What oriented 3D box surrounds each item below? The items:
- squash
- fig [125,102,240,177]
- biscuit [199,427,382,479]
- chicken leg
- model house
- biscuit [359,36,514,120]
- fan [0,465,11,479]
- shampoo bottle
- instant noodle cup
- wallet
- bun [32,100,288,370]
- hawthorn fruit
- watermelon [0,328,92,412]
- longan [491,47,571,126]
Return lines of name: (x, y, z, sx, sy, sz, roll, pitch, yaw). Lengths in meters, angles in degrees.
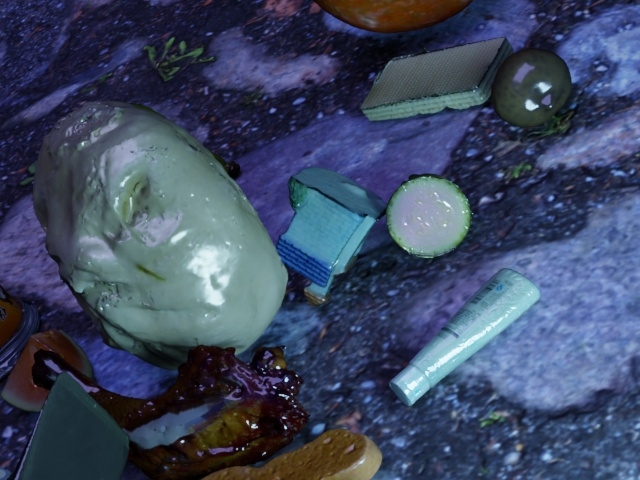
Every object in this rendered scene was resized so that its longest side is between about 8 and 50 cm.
squash: (0.133, -0.047, 2.055, 0.105, 0.105, 0.132, -25, 15, 12)
fig: (-0.240, -0.095, 2.410, 0.235, 0.203, 0.203, 2, 23, -21)
biscuit: (-0.085, 0.311, 1.754, 0.334, 0.047, 0.202, -23, 31, 17)
chicken leg: (-0.184, 0.192, 1.907, 0.407, 0.158, 0.096, 1, 0, 37)
model house: (0.000, 0.000, 2.054, 0.148, 0.119, 0.148, -65, -6, 13)
biscuit: (0.159, -0.220, 2.310, 0.199, 0.040, 0.121, -6, 42, 39)
fan: (-0.485, 0.311, 2.149, 0.240, 0.009, 0.131, -2, 42, 40)
shampoo bottle: (0.155, 0.106, 1.842, 0.191, 0.041, 0.069, -41, 37, -15)
instant noodle cup: (-0.498, 0.106, 2.342, 0.177, 0.125, 0.208, -46, 34, -24)
wallet: (-0.275, 0.276, 1.762, 0.052, 0.168, 0.245, -3, 52, 26)
bun: (-0.212, 0.004, 2.041, 0.234, 0.362, 0.326, -40, -12, -13)
hawthorn fruit: (0.112, -0.435, 2.449, 0.284, 0.284, 0.284, -23, 32, 15)
watermelon: (-0.344, 0.157, 2.165, 0.135, 0.094, 0.125, 9, 41, 42)
longan: (0.266, -0.191, 2.120, 0.113, 0.092, 0.113, -23, 34, 16)
